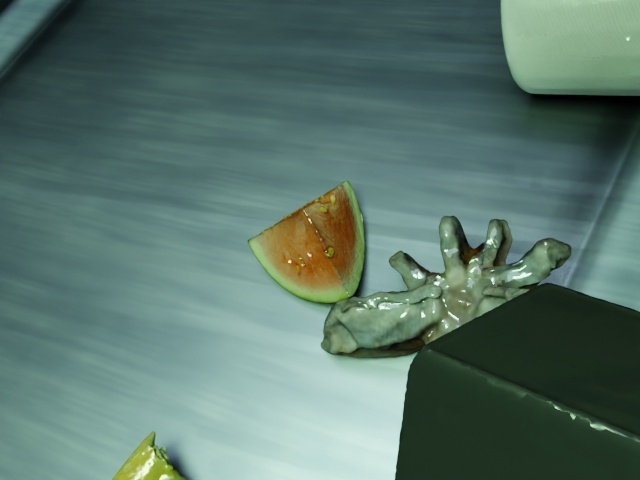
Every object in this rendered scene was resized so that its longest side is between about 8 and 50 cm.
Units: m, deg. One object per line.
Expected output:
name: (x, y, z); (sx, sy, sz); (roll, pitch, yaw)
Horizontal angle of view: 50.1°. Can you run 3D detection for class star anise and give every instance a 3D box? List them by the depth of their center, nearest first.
star anise: (0.134, 0.075, 0.587); (0.257, 0.111, 0.198); (33, 97, 35)

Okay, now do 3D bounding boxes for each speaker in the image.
speaker: (0.169, 0.186, 0.386); (0.232, 0.254, 0.184); (20, 22, 37)

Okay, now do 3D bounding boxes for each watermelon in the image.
watermelon: (0.000, 0.000, 0.688); (0.125, 0.094, 0.135); (-28, 56, -9)

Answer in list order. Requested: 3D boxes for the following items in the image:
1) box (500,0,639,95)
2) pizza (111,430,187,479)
box: (0.297, -0.217, 0.674); (0.206, 0.262, 0.291); (5, 70, 32)
pizza: (-0.095, 0.304, 0.544); (0.288, 0.075, 0.280); (2, 61, 17)
